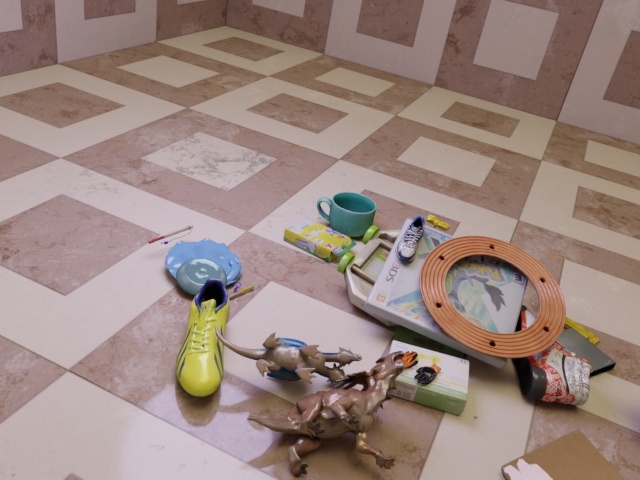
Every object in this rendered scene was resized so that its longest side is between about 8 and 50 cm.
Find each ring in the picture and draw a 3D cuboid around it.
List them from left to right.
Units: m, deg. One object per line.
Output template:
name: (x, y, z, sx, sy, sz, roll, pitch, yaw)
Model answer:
ring: (0.388, 0.124, 1.387, 0.337, 0.032, 0.336, 4, 50, -5)

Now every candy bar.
candy bar: (0.633, 0.213, 1.554, 0.040, 0.018, 0.161, -15, 39, -42)

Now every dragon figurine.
dragon figurine: (-0.065, 0.233, 1.201, 0.290, 0.085, 0.144, 7, -13, 7)

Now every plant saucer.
plant saucer: (-0.276, 0.079, 1.424, 0.120, 0.021, 0.119, 10, 41, -9)

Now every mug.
mug: (0.079, -0.075, 1.775, 0.158, 0.097, 0.130, 32, 37, 32)

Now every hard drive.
hard drive: (0.622, 0.267, 1.457, 0.094, 0.022, 0.135, -9, 36, -30)

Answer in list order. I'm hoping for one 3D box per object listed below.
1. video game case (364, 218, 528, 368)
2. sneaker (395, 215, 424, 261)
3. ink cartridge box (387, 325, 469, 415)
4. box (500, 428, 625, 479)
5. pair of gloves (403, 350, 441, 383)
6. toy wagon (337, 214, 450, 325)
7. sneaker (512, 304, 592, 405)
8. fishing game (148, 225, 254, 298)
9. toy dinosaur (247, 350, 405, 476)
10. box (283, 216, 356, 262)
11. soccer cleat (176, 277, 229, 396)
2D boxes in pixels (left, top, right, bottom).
video game case: (0.306, 0.110, 1.428, 0.329, 0.036, 0.300, 23, 50, 10)
sneaker: (0.217, -0.009, 1.455, 0.052, 0.058, 0.135, 20, 50, 8)
ink cartridge box: (0.233, 0.258, 1.318, 0.171, 0.056, 0.235, 15, 33, 7)
box: (0.425, 0.423, 1.028, 0.165, 0.021, 0.201, -25, 25, -2)
pair of gloves: (0.197, 0.259, 1.242, 0.083, 0.010, 0.074, 33, 37, 27)
toy wagon: (0.218, 0.064, 1.523, 0.267, 0.068, 0.344, 32, 52, 16)
sneaker: (0.517, 0.259, 1.375, 0.145, 0.090, 0.270, 12, 34, -1)
fishing game: (-0.286, 0.060, 1.491, 0.264, 0.041, 0.189, 38, 40, 23)
toy dinosaur: (0.022, 0.309, 1.109, 0.296, 0.127, 0.200, -7, 23, -2)
box: (0.000, 0.000, 1.680, 0.179, 0.043, 0.105, 24, 33, 26)
soccer cleat: (-0.232, 0.185, 1.217, 0.094, 0.121, 0.289, 6, 31, -8)
